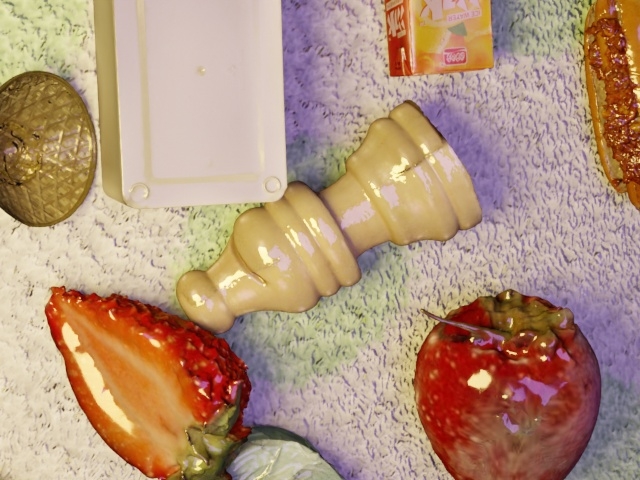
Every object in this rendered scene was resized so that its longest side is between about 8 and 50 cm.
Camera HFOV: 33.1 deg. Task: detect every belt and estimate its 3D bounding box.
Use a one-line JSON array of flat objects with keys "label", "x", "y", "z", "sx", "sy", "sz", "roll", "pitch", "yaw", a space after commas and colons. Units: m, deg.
[{"label": "belt", "x": -0.039, "y": 0.285, "z": 1.123, "sx": 0.151, "sy": 0.078, "sz": 0.198, "roll": -29, "pitch": 103, "yaw": -10}]

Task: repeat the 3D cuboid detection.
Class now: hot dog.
[{"label": "hot dog", "x": 0.341, "y": -0.148, "z": 1.174, "sx": 0.076, "sy": 0.102, "sz": 0.249, "roll": -27, "pitch": 108, "yaw": -49}]

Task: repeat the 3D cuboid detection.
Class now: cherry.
[{"label": "cherry", "x": 0.193, "y": 0.175, "z": 1.131, "sx": 0.192, "sy": 0.175, "sz": 0.249, "roll": -3, "pitch": 100, "yaw": -8}]

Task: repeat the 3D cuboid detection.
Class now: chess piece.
[{"label": "chess piece", "x": 0.000, "y": 0.000, "z": 1.087, "sx": 0.307, "sy": 0.124, "sz": 0.138, "roll": -33, "pitch": 138, "yaw": -7}]

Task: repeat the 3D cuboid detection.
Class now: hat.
[{"label": "hat", "x": -0.284, "y": -0.085, "z": 1.012, "sx": 0.146, "sy": 0.067, "sz": 0.145, "roll": -4, "pitch": 95, "yaw": -58}]

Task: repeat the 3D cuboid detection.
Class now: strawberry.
[{"label": "strawberry", "x": -0.168, "y": 0.136, "z": 1.051, "sx": 0.228, "sy": 0.098, "sz": 0.174, "roll": 29, "pitch": 120, "yaw": 18}]

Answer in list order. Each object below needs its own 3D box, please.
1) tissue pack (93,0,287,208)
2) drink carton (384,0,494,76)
[{"label": "tissue pack", "x": -0.123, "y": -0.158, "z": 1.009, "sx": 0.160, "sy": 0.136, "sz": 0.246, "roll": -3, "pitch": 97, "yaw": -17}, {"label": "drink carton", "x": 0.118, "y": -0.282, "z": 1.102, "sx": 0.096, "sy": 0.071, "sz": 0.222, "roll": -7, "pitch": 99, "yaw": -18}]
